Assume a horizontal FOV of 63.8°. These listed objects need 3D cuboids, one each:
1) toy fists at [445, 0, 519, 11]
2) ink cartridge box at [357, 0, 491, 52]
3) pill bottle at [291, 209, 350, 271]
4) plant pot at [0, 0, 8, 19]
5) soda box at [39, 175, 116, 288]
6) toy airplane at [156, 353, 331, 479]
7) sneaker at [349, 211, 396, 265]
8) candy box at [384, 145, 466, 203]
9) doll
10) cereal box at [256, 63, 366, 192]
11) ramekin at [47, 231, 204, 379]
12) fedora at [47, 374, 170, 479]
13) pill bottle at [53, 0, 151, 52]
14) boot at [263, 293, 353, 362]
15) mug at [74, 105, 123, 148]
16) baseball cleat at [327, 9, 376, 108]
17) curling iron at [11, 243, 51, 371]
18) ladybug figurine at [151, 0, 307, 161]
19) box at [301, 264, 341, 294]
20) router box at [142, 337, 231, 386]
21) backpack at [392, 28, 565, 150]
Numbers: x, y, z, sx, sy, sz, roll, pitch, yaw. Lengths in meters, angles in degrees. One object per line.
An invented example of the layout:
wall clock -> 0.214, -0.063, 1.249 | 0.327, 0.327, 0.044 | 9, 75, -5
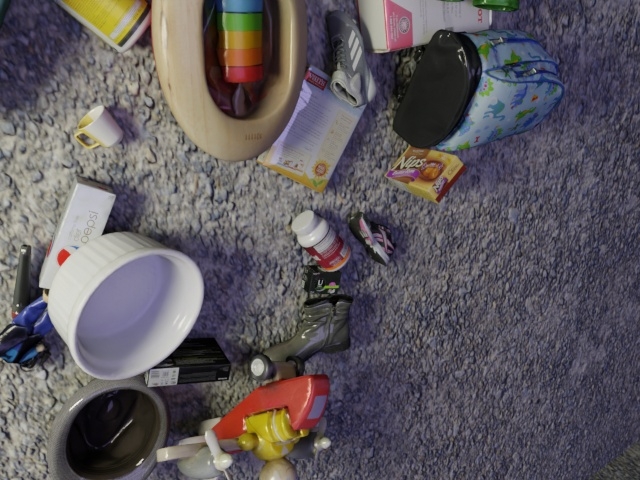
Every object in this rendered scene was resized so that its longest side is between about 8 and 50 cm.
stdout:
toy fists -> 0.325, -0.562, 1.051 | 0.280, 0.096, 0.142 | -4, 109, -26
ink cartridge box -> 0.229, -0.545, 1.133 | 0.283, 0.117, 0.207 | -19, 116, -21
pill bottle -> 0.000, 0.000, 1.240 | 0.086, 0.086, 0.152 | -45, 122, -6
plant pot -> -0.584, -0.303, 0.768 | 0.166, 0.165, 0.234 | 16, 109, -32
soda box -> -0.470, -0.009, 0.993 | 0.074, 0.069, 0.216 | 19, 98, -33
toy airplane -> -0.153, 0.471, 1.184 | 0.387, 0.272, 0.384 | -20, 147, -18
sneaker -> 0.140, -0.018, 1.330 | 0.077, 0.072, 0.178 | -50, 132, -17
candy box -> 0.251, -0.166, 1.250 | 0.053, 0.187, 0.109 | 41, 88, -32
doll -> -0.572, 0.178, 0.978 | 0.189, 0.046, 0.129 | -49, 139, -6
cereal box -> -0.017, -0.247, 1.158 | 0.173, 0.047, 0.240 | 24, 95, -33
ramekin -> -0.380, 0.117, 1.002 | 0.277, 0.135, 0.277 | -34, 138, -37
fedora -> -0.461, 0.403, 1.123 | 0.244, 0.124, 0.275 | 4, 100, -31
pill bottle -> -0.382, -0.414, 0.862 | 0.184, 0.103, 0.103 | 37, 89, -34
boot -> -0.034, 0.218, 1.296 | 0.247, 0.083, 0.161 | -13, 119, -19
mug -> -0.411, -0.207, 0.964 | 0.064, 0.078, 0.062 | 50, 49, -42
baseball cleat -> 0.053, -0.385, 1.096 | 0.109, 0.072, 0.205 | -36, 104, -37
curling iron -> -0.575, 0.135, 1.012 | 0.068, 0.035, 0.273 | -5, 112, -31
ladybug figurine -> -0.172, -0.374, 0.939 | 0.305, 0.162, 0.448 | -14, 120, -39
box -> 0.002, 0.099, 1.300 | 0.084, 0.052, 0.062 | 1, 109, -28
router box -> -0.305, 0.268, 1.150 | 0.179, 0.133, 0.045 | 4, 105, -29
backpack -> 0.393, -0.358, 1.217 | 0.356, 0.273, 0.290 | -31, 158, -36
